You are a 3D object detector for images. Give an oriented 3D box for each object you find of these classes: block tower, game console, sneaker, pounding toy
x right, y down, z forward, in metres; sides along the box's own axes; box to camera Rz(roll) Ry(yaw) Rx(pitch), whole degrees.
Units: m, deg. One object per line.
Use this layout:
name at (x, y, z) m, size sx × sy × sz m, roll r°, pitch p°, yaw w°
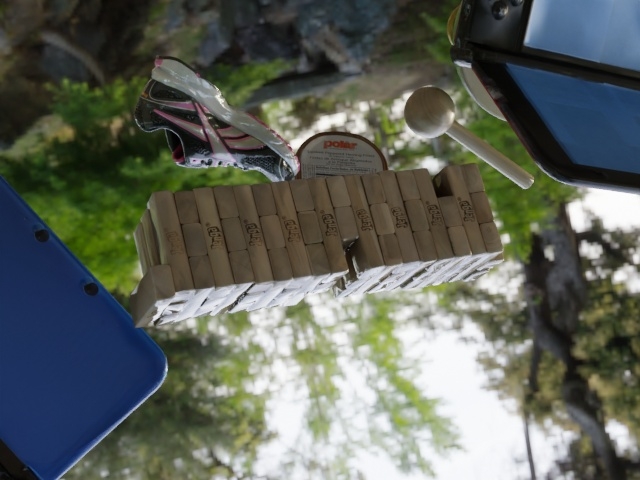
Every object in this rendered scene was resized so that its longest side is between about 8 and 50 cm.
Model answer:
block tower at (0.000, 0.000, 0.978) m, size 0.336 × 0.097 × 0.091 m, roll -8°, pitch 162°, yaw -23°
game console at (0.140, -0.086, 0.486) m, size 0.144 × 0.124 × 0.085 m, roll 5°, pitch -169°, yaw -32°
sneaker at (-0.102, -0.095, 1.030) m, size 0.077 × 0.178 × 0.072 m, roll -55°, pitch -148°, yaw -1°
game console at (-0.332, 0.110, 1.023) m, size 0.173 × 0.293 × 0.250 m, roll -39°, pitch 175°, yaw -47°
pounding toy at (0.191, -0.200, 1.175) m, size 0.183 × 0.236 × 0.110 m, roll 24°, pitch -171°, yaw -28°

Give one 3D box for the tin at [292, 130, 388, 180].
tin at (0.023, -0.037, 1.164) m, size 0.106 × 0.040 × 0.189 m, roll 5°, pitch -126°, yaw -11°
